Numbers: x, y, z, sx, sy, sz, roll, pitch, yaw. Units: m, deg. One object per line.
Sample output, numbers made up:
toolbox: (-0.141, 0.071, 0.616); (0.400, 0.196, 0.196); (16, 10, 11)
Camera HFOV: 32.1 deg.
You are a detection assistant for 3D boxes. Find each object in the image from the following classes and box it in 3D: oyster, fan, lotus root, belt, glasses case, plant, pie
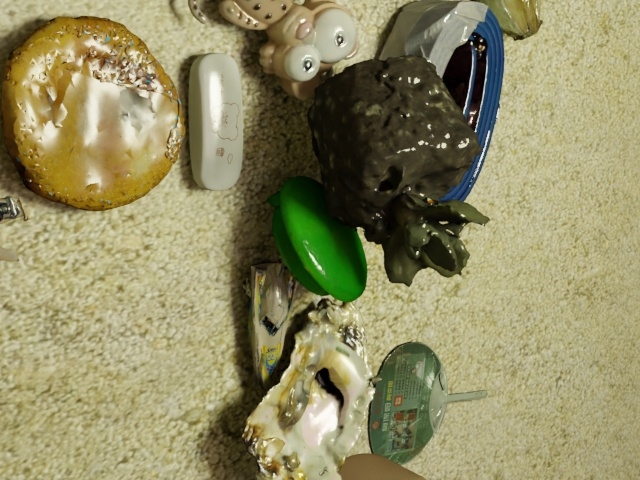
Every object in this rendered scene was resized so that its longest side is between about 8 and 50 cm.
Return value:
oyster: (-0.013, 0.252, 1.728); (0.201, 0.107, 0.354); (45, 56, -22)
fan: (0.179, 0.312, 1.994); (0.294, 0.012, 0.223); (38, 72, -40)
lotus root: (0.331, -0.420, 1.954); (0.143, 0.070, 0.144); (-41, 120, -37)
belt: (0.185, -0.221, 1.825); (0.212, 0.117, 0.347); (11, 93, -44)
glasses case: (-0.147, -0.166, 1.566); (0.074, 0.049, 0.193); (-10, 106, -42)
plant: (0.113, -0.090, 1.588); (0.213, 0.215, 0.312); (-7, 67, -17)
pie: (-0.290, -0.160, 1.420); (0.273, 0.069, 0.273); (-12, 107, -43)

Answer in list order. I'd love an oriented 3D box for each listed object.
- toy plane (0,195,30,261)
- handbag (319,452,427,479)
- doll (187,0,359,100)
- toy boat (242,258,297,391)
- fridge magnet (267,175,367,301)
toy plane: (-0.426, -0.048, 1.320); (0.135, 0.062, 0.188); (-20, 111, -11)
handbag: (0.056, 0.459, 1.720); (0.302, 0.283, 0.149); (-14, 105, -41)
doll: (-0.065, -0.320, 1.574); (0.278, 0.119, 0.154); (34, 88, -35)
toy boat: (-0.079, 0.126, 1.678); (0.084, 0.066, 0.210); (-6, 103, -41)
fridge magnet: (0.000, 0.000, 1.669); (0.208, 0.088, 0.208); (46, 26, -31)
